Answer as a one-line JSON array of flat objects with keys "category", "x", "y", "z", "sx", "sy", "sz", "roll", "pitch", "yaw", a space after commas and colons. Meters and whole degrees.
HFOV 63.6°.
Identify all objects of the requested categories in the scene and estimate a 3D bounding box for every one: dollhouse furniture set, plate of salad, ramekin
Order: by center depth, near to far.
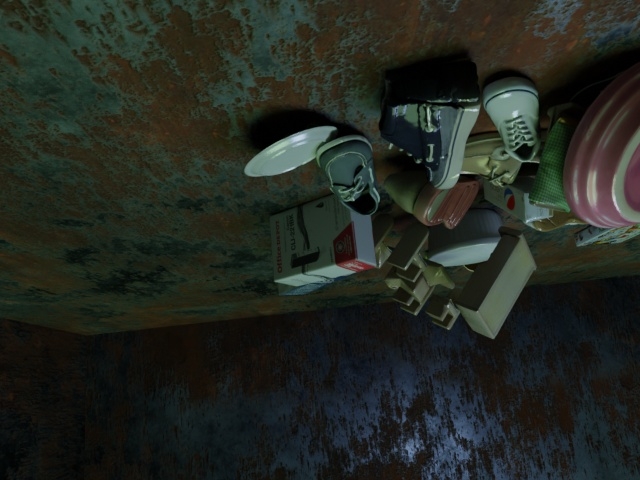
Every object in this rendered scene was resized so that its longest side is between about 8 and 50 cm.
[{"category": "plate of salad", "x": -0.060, "y": -0.180, "z": 1.005, "sx": 0.199, "sy": 0.048, "sz": 0.200, "roll": -24, "pitch": 173, "yaw": -3}, {"category": "dollhouse furniture set", "x": 0.561, "y": -0.144, "z": 1.012, "sx": 0.301, "sy": 0.198, "sz": 0.151, "roll": 3, "pitch": -171, "yaw": -43}, {"category": "dollhouse furniture set", "x": 0.372, "y": 0.074, "z": 1.510, "sx": 0.394, "sy": 0.257, "sz": 0.362, "roll": 21, "pitch": 159, "yaw": 46}, {"category": "ramekin", "x": 0.479, "y": -0.009, "z": 1.692, "sx": 0.272, "sy": 0.127, "sz": 0.273, "roll": -5, "pitch": 164, "yaw": -1}]

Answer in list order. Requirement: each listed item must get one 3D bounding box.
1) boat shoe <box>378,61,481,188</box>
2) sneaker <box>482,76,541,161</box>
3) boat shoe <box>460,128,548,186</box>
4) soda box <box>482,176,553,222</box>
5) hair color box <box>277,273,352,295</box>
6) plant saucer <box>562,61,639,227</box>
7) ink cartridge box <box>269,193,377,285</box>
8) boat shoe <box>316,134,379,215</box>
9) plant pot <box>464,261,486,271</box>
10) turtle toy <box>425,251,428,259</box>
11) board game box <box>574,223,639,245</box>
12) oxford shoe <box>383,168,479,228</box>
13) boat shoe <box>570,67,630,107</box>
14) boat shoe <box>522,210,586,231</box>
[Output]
[{"category": "boat shoe", "x": 0.186, "y": -0.200, "z": 0.961, "sx": 0.157, "sy": 0.127, "sz": 0.341, "roll": -1, "pitch": 157, "yaw": 5}, {"category": "sneaker", "x": 0.375, "y": -0.221, "z": 0.973, "sx": 0.094, "sy": 0.092, "sz": 0.258, "roll": -16, "pitch": 162, "yaw": 30}, {"category": "boat shoe", "x": 0.405, "y": -0.174, "z": 1.137, "sx": 0.301, "sy": 0.098, "sz": 0.109, "roll": -6, "pitch": 164, "yaw": -2}, {"category": "soda box", "x": 0.460, "y": -0.112, "z": 1.216, "sx": 0.069, "sy": 0.074, "sz": 0.216, "roll": -12, "pitch": -160, "yaw": -3}, {"category": "hair color box", "x": -0.018, "y": 0.058, "z": 1.647, "sx": 0.105, "sy": 0.174, "sz": 0.347, "roll": 3, "pitch": 162, "yaw": -32}, {"category": "plant saucer", "x": 0.601, "y": -0.161, "z": 0.929, "sx": 0.331, "sy": 0.084, "sz": 0.333, "roll": -11, "pitch": 124, "yaw": -16}, {"category": "ink cartridge box", "x": 0.000, "y": 0.000, "z": 1.409, "sx": 0.272, "sy": 0.197, "sz": 0.114, "roll": -17, "pitch": 159, "yaw": 32}, {"category": "boat shoe", "x": 0.075, "y": -0.132, "z": 1.119, "sx": 0.116, "sy": 0.099, "sz": 0.319, "roll": -22, "pitch": 165, "yaw": 8}, {"category": "plant pot", "x": 0.577, "y": 0.041, "z": 1.941, "sx": 0.134, "sy": 0.135, "sz": 0.095, "roll": -6, "pitch": -169, "yaw": -1}, {"category": "turtle toy", "x": 0.476, "y": 0.063, "z": 2.052, "sx": 0.130, "sy": 0.066, "sz": 0.095, "roll": -17, "pitch": 159, "yaw": 35}, {"category": "board game box", "x": 1.128, "y": -0.050, "z": 1.934, "sx": 0.192, "sy": 0.053, "sz": 0.305, "roll": -5, "pitch": 164, "yaw": -7}, {"category": "oxford shoe", "x": 0.289, "y": -0.123, "z": 1.290, "sx": 0.146, "sy": 0.141, "sz": 0.396, "roll": 33, "pitch": -166, "yaw": 26}, {"category": "boat shoe", "x": 0.529, "y": -0.273, "z": 0.949, "sx": 0.048, "sy": 0.042, "sz": 0.132, "roll": 4, "pitch": 163, "yaw": -45}, {"category": "boat shoe", "x": 0.749, "y": -0.096, "z": 1.586, "sx": 0.276, "sy": 0.098, "sz": 0.096, "roll": -10, "pitch": -168, "yaw": -14}]
